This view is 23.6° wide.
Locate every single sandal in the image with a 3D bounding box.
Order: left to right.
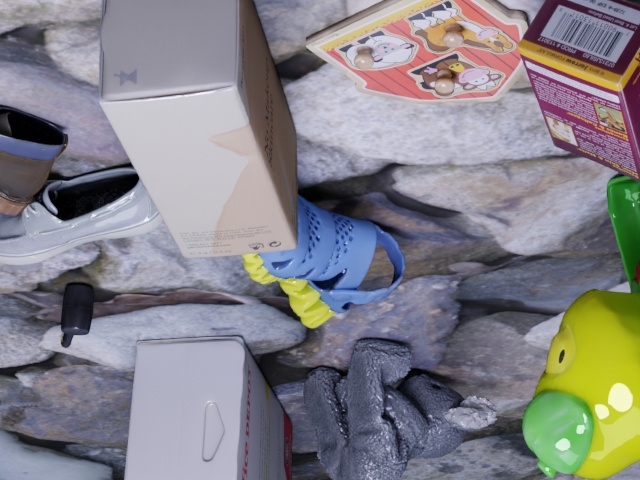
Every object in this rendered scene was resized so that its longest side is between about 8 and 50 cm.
[{"bbox_3d":[0.000,0.000,1.692,0.138,0.126,0.317,-12,160,16],"label":"sandal"}]

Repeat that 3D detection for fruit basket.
[{"bbox_3d":[0.348,0.067,1.509,0.392,0.282,0.392,-15,179,0],"label":"fruit basket"}]

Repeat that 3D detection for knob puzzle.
[{"bbox_3d":[0.111,-0.167,1.432,0.213,0.030,0.213,0,154,0],"label":"knob puzzle"}]

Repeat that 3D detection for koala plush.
[{"bbox_3d":[0.120,0.257,2.156,0.221,0.203,0.196,3,157,-33],"label":"koala plush"}]

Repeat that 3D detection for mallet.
[{"bbox_3d":[-0.323,0.118,1.988,0.039,0.062,0.189,7,154,-12],"label":"mallet"}]

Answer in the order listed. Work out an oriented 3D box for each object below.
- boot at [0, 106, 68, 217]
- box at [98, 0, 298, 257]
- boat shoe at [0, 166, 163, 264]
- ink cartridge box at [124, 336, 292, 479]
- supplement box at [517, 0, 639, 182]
[{"bbox_3d":[-0.360,-0.111,1.532,0.219,0.082,0.106,28,122,-37],"label":"boot"},{"bbox_3d":[-0.105,-0.114,1.414,0.121,0.148,0.311,-4,155,7],"label":"box"},{"bbox_3d":[-0.280,-0.037,1.666,0.228,0.079,0.081,-12,143,14],"label":"boat shoe"},{"bbox_3d":[-0.151,0.332,2.187,0.160,0.279,0.384,-3,153,9],"label":"ink cartridge box"},{"bbox_3d":[0.257,-0.141,1.381,0.104,0.080,0.188,26,166,28],"label":"supplement box"}]
